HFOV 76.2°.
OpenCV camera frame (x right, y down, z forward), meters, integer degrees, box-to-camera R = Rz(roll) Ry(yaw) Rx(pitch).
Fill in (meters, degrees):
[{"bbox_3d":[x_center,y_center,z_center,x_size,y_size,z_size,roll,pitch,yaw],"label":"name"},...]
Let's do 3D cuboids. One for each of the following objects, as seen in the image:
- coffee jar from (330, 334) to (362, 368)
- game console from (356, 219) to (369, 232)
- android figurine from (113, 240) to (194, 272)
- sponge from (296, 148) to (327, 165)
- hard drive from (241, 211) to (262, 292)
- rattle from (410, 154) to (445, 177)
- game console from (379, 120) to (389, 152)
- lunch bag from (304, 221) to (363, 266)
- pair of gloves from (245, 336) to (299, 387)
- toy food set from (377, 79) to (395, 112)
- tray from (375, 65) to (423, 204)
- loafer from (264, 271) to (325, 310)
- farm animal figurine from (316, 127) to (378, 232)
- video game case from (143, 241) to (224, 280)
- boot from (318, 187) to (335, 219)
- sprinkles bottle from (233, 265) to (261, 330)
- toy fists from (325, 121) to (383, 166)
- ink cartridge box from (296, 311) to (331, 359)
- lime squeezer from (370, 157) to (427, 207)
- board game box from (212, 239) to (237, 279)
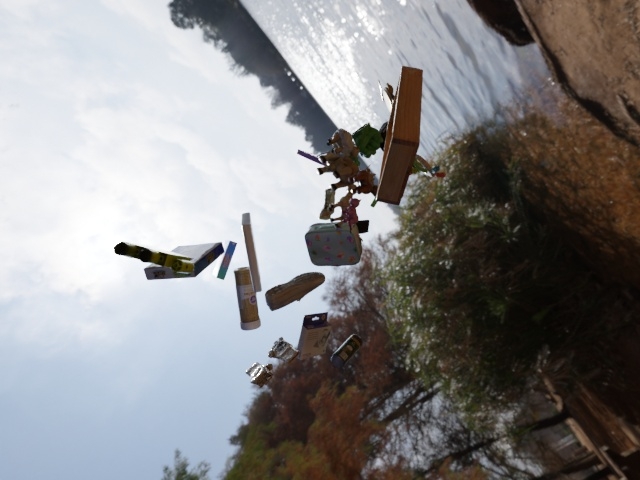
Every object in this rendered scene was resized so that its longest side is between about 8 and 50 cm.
[{"bbox_3d":[0.138,0.570,2.109,0.079,0.096,0.184,39,-135,17],"label":"coffee jar"},{"bbox_3d":[0.218,-0.076,2.396,0.107,0.122,0.071,159,105,-72],"label":"game console"},{"bbox_3d":[-0.535,0.054,1.330,0.248,0.056,0.273,14,174,7],"label":"android figurine"},{"bbox_3d":[-0.023,-0.447,2.241,0.210,0.031,0.117,32,-164,37],"label":"sponge"},{"bbox_3d":[-0.350,0.056,2.074,0.233,0.047,0.354,-120,22,-69],"label":"hard drive"},{"bbox_3d":[0.481,-0.323,1.965,0.200,0.142,0.130,53,169,37],"label":"rattle"},{"bbox_3d":[0.421,-0.571,2.149,0.043,0.361,0.213,-7,134,51],"label":"game console"},{"bbox_3d":[0.070,0.012,2.016,0.108,0.278,0.224,-58,-41,-56],"label":"lunch bag"},{"bbox_3d":[-0.221,0.537,1.807,0.042,0.240,0.204,56,163,-18],"label":"pair of gloves"},{"bbox_3d":[0.308,-0.609,1.765,0.132,0.038,0.192,61,-173,-51],"label":"toy food set"},{"bbox_3d":[0.234,-0.313,1.175,0.203,0.076,0.411,98,-174,-47],"label":"tray"},{"bbox_3d":[-0.120,0.249,2.015,0.112,0.319,0.112,-135,28,-56],"label":"loafer"},{"bbox_3d":[0.118,-0.234,1.613,0.327,0.172,0.330,61,153,11],"label":"farm animal figurine"},{"bbox_3d":[-0.599,0.089,1.820,0.269,0.244,0.061,-55,-42,-64],"label":"video game case"},{"bbox_3d":[0.043,-0.224,2.491,0.077,0.165,0.213,12,-153,14],"label":"boot"},{"bbox_3d":[-0.425,0.333,2.356,0.121,0.121,0.356,-37,-59,-78],"label":"sprinkles bottle"},{"bbox_3d":[0.166,-0.417,1.901,0.142,0.279,0.096,52,-179,-17],"label":"toy fists"},{"bbox_3d":[-0.028,0.489,2.104,0.045,0.224,0.223,14,-175,35],"label":"ink cartridge box"},{"bbox_3d":[0.259,-0.218,1.329,0.058,0.310,0.110,39,142,23],"label":"lime squeezer"},{"bbox_3d":[-0.520,0.102,2.215,0.047,0.211,0.160,20,174,-21],"label":"board game box"}]
